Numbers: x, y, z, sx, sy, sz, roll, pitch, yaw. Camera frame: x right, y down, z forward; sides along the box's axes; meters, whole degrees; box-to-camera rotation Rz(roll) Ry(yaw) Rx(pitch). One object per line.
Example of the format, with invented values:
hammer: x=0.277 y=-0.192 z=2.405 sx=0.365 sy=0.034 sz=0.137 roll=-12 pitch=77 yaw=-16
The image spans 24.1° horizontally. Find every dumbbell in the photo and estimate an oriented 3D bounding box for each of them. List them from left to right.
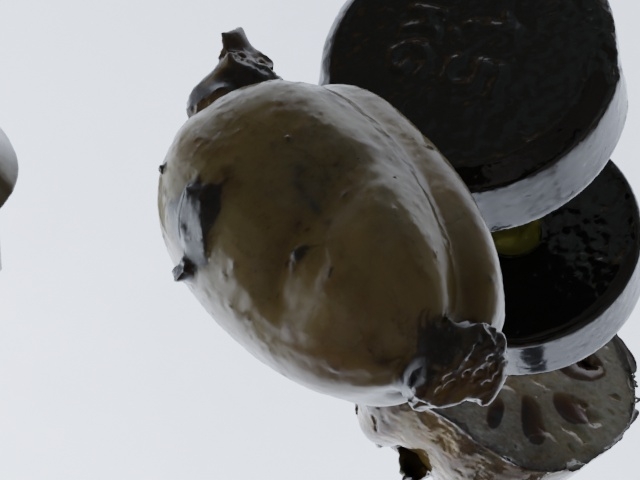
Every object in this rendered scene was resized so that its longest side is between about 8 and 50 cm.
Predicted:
dumbbell: x=0.130 y=-0.049 z=1.097 sx=0.203 sy=0.322 sz=0.204 roll=-7 pitch=-120 yaw=12

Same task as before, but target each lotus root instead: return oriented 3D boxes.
lotus root: x=0.000 y=0.000 z=0.783 sx=0.154 sy=0.257 sz=0.140 roll=-4 pitch=-52 yaw=-34
lotus root: x=0.144 y=0.147 z=1.421 sx=0.272 sy=0.192 sz=0.272 roll=17 pitch=-137 yaw=-17

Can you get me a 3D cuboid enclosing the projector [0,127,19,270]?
projector: x=-0.390 y=-0.042 z=1.312 sx=0.242 sy=0.163 sz=0.177 roll=-24 pitch=-46 yaw=-34
